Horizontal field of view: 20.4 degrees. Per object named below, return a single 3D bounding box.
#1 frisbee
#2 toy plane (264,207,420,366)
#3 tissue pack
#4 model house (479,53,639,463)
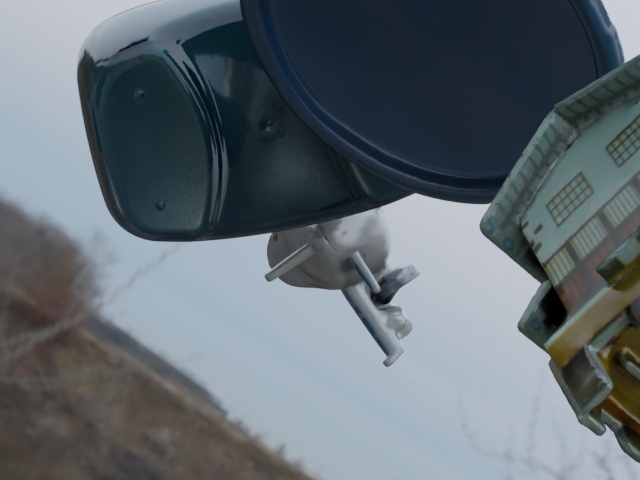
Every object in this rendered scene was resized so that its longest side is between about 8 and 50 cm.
[{"bbox_3d":[0.080,-0.145,1.250,0.289,0.049,0.289,19,-40,16],"label":"frisbee"},{"bbox_3d":[0.005,-0.003,1.657,0.267,0.123,0.267,57,1,-2],"label":"toy plane"},{"bbox_3d":[-0.047,-0.113,1.447,0.206,0.287,0.198,-109,-173,-74],"label":"tissue pack"},{"bbox_3d":[0.240,0.031,1.056,0.224,0.198,0.215,37,19,-28],"label":"model house"}]
